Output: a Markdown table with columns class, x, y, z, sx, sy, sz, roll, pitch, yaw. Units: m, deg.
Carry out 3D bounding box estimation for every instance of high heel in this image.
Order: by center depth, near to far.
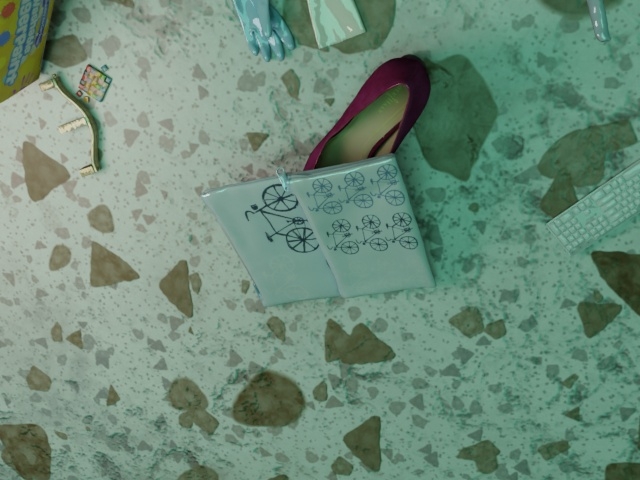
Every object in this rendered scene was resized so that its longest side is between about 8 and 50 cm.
| class | x | y | z | sx | sy | sz | roll | pitch | yaw |
| --- | --- | --- | --- | --- | --- | --- | --- | --- | --- |
| high heel | 0.044 | -0.127 | 1.139 | 0.127 | 0.181 | 0.377 | 29 | 115 | 0 |

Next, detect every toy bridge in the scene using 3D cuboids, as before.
| class | x | y | z | sx | sy | sz | roll | pitch | yaw |
| --- | --- | --- | --- | --- | --- | --- | --- | --- | --- |
| toy bridge | -0.444 | -0.212 | 1.302 | 0.063 | 0.026 | 0.188 | -15 | 108 | 16 |

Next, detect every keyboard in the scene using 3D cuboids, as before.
| class | x | y | z | sx | sy | sz | roll | pitch | yaw |
| --- | --- | --- | --- | --- | --- | --- | --- | --- | --- |
| keyboard | 0.491 | -0.072 | 1.152 | 0.256 | 0.014 | 0.072 | -39 | 100 | 24 |

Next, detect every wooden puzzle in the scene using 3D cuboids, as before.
| class | x | y | z | sx | sy | sz | roll | pitch | yaw |
| --- | --- | --- | --- | --- | --- | --- | --- | --- | --- |
| wooden puzzle | -0.403 | -0.279 | 1.275 | 0.049 | 0.006 | 0.083 | 33 | 116 | -2 |

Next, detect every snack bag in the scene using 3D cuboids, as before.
| class | x | y | z | sx | sy | sz | roll | pitch | yaw |
| --- | --- | --- | --- | --- | --- | --- | --- | --- | --- |
| snack bag | 0.000 | 0.000 | 1.211 | 0.342 | 0.037 | 0.323 | -8 | 137 | 16 |

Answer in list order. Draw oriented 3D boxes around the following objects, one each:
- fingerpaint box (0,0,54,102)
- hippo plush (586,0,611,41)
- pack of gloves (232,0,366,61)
| class | x | y | z | sx | sy | sz | roll | pitch | yaw |
| --- | --- | --- | --- | --- | --- | --- | --- | --- | --- |
| fingerpaint box | -0.589 | -0.479 | 1.077 | 0.371 | 0.163 | 0.445 | 35 | 133 | -2 |
| hippo plush | 0.340 | -0.455 | 0.880 | 0.236 | 0.294 | 0.234 | -39 | 121 | 24 |
| pack of gloves | -0.058 | -0.405 | 1.122 | 0.195 | 0.046 | 0.232 | -14 | 109 | 19 |
